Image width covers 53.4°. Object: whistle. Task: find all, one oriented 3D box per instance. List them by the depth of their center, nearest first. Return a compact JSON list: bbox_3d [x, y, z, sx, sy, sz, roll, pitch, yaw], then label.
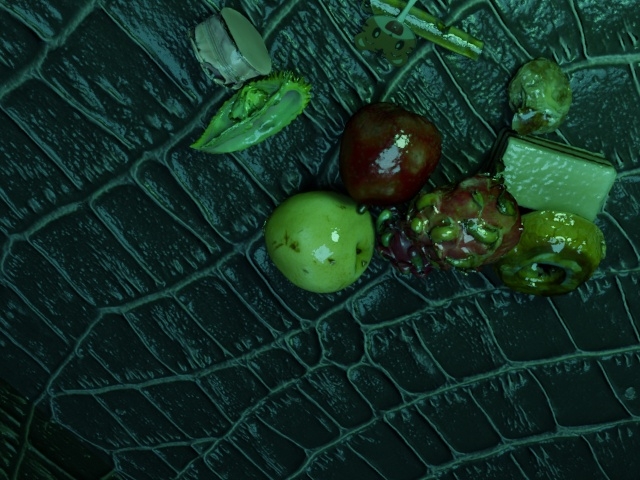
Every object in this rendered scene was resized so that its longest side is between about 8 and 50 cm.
[{"bbox_3d":[0.255,-0.538,1.594,0.327,0.057,0.068,23,143,-6],"label":"whistle"}]

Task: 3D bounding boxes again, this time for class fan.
[{"bbox_3d":[0.185,-0.530,1.581,0.153,0.008,0.226,25,146,-9],"label":"fan"}]

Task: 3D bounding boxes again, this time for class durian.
[{"bbox_3d":[-0.169,-0.333,1.701,0.356,0.169,0.157,-32,111,24],"label":"durian"}]

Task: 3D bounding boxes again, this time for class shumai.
[{"bbox_3d":[0.563,-0.348,1.629,0.162,0.152,0.209,-3,122,16],"label":"shumai"}]

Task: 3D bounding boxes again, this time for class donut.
[{"bbox_3d":[0.622,0.047,1.789,0.330,0.159,0.330,19,151,11],"label":"donut"}]

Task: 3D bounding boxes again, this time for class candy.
[{"bbox_3d":[0.620,-0.174,1.734,0.321,0.135,0.179,16,120,-4],"label":"candy"}]

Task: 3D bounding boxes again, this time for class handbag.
[{"bbox_3d":[-0.229,-0.481,1.611,0.117,0.179,0.204,-31,77,26],"label":"handbag"}]

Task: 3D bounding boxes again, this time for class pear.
[{"bbox_3d":[0.000,0.000,1.819,0.310,0.309,0.309,3,121,5],"label":"pear"}]

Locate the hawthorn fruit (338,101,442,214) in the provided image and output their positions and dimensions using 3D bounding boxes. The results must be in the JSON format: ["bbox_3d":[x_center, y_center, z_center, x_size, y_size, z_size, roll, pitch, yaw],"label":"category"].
[{"bbox_3d":[0.166,-0.206,1.669,0.265,0.265,0.307,24,102,-8],"label":"hawthorn fruit"}]

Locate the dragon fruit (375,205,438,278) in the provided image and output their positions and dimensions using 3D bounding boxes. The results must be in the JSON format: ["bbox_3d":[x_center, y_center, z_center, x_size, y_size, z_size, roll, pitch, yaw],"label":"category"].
[{"bbox_3d":[0.251,-0.006,1.830,0.273,0.218,0.198,35,156,-14],"label":"dragon fruit"}]

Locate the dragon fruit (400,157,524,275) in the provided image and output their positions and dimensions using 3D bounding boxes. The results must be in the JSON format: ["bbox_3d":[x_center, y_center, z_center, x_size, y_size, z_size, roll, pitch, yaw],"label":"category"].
[{"bbox_3d":[0.356,-0.046,1.632,0.291,0.250,0.269,0,159,-16],"label":"dragon fruit"}]
